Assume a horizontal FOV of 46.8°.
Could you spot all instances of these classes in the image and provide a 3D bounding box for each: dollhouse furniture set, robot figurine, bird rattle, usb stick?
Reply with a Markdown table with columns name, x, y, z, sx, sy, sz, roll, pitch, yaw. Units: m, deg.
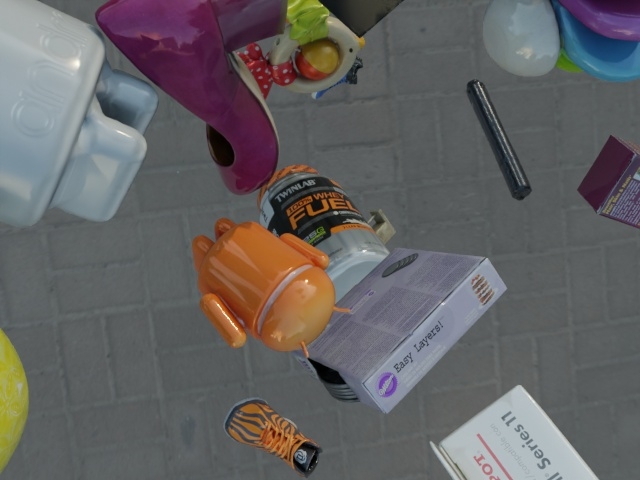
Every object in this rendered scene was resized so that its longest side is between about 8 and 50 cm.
| name | x | y | z | sx | sy | sz | roll | pitch | yaw |
| --- | --- | --- | --- | --- | --- | --- | --- | --- | --- |
| dollhouse furniture set | 0.086 | 0.034 | 1.795 | 0.183 | 0.129 | 0.129 | -46 | 113 | -26 |
| robot figurine | -0.330 | -0.138 | 0.653 | 0.353 | 0.300 | 0.200 | 20 | 131 | -22 |
| robot figurine | -0.073 | 0.062 | 0.972 | 0.219 | 0.158 | 0.128 | 34 | 108 | 21 |
| bird rattle | -0.033 | -0.332 | 1.342 | 0.207 | 0.143 | 0.253 | 14 | 125 | -37 |
| usb stick | 0.379 | -0.216 | 1.581 | 0.045 | 0.077 | 0.278 | -25 | 73 | 18 |

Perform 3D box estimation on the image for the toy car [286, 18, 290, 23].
| name | x | y | z | sx | sy | sz | roll | pitch | yaw |
| --- | --- | --- | --- | --- | --- | --- | --- | --- | --- |
| toy car | -0.111 | -0.552 | 1.501 | 0.219 | 0.210 | 0.238 | -30 | 109 | -49 |

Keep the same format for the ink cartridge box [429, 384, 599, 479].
| name | x | y | z | sx | sy | sz | roll | pitch | yaw |
| --- | --- | --- | --- | --- | --- | --- | --- | --- | --- |
| ink cartridge box | 0.255 | 0.294 | 0.842 | 0.119 | 0.353 | 0.207 | -38 | 62 | 3 |

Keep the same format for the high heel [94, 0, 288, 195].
| name | x | y | z | sx | sy | sz | roll | pitch | yaw |
| --- | --- | --- | --- | --- | --- | --- | --- | --- | --- |
| high heel | -0.143 | -0.152 | 0.824 | 0.181 | 0.377 | 0.127 | -21 | 62 | -19 |

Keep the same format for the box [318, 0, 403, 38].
| name | x | y | z | sx | sy | sz | roll | pitch | yaw |
| --- | --- | --- | --- | --- | --- | --- | --- | --- | --- |
| box | 0.047 | -0.417 | 0.951 | 0.184 | 0.103 | 0.261 | 36 | 50 | -18 |

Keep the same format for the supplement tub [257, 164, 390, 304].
| name | x | y | z | sx | sy | sz | roll | pitch | yaw |
| --- | --- | --- | --- | --- | --- | --- | --- | --- | --- |
| supplement tub | 0.000 | 0.000 | 1.454 | 0.194 | 0.316 | 0.193 | -18 | 136 | -18 |

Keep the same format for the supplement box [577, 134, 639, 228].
| name | x | y | z | sx | sy | sz | roll | pitch | yaw |
| --- | --- | --- | --- | --- | --- | --- | --- | --- | --- |
| supplement box | 0.257 | -0.040 | 0.583 | 0.083 | 0.043 | 0.055 | 18 | 116 | -16 |

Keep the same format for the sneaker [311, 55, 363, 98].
| name | x | y | z | sx | sy | sz | roll | pitch | yaw |
| --- | --- | --- | --- | --- | --- | --- | --- | --- | --- |
| sneaker | 0.047 | -0.408 | 1.868 | 0.085 | 0.058 | 0.152 | 35 | 89 | 5 |

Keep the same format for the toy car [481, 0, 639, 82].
| name | x | y | z | sx | sy | sz | roll | pitch | yaw |
| --- | --- | --- | --- | --- | --- | --- | --- | --- | --- |
| toy car | 0.207 | -0.192 | 0.524 | 0.159 | 0.136 | 0.182 | -23 | 133 | -10 |

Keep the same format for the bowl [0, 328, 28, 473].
| name | x | y | z | sx | sy | sz | roll | pitch | yaw |
| --- | --- | --- | --- | --- | --- | --- | --- | --- | --- |
| bowl | -0.416 | 0.177 | 0.632 | 0.289 | 0.156 | 0.289 | -4 | 116 | -8 |

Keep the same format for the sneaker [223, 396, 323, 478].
| name | x | y | z | sx | sy | sz | roll | pitch | yaw |
| --- | --- | --- | --- | --- | --- | --- | --- | --- | --- |
| sneaker | -0.100 | 0.512 | 1.913 | 0.321 | 0.180 | 0.124 | 35 | 81 | -48 |

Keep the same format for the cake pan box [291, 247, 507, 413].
| name | x | y | z | sx | sy | sz | roll | pitch | yaw |
| --- | --- | --- | --- | --- | --- | --- | --- | --- | --- |
| cake pan box | 0.102 | 0.120 | 1.084 | 0.267 | 0.246 | 0.070 | -43 | 107 | -19 |
